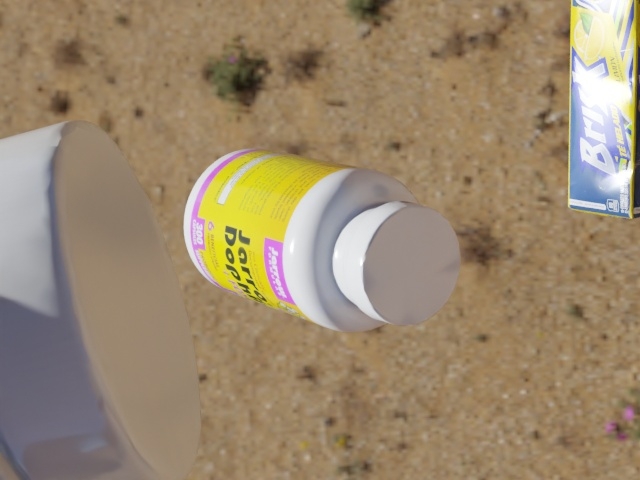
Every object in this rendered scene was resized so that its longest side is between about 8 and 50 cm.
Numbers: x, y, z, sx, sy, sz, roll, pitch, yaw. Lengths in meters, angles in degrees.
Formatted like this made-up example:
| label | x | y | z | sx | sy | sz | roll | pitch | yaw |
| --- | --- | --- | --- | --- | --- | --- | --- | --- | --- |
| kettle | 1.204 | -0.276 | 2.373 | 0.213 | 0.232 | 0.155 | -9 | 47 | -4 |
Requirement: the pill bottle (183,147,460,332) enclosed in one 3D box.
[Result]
| label | x | y | z | sx | sy | sz | roll | pitch | yaw |
| --- | --- | --- | --- | --- | --- | --- | --- | --- | --- |
| pill bottle | 0.000 | 0.000 | 0.382 | 0.083 | 0.043 | 0.043 | 15 | 100 | 56 |

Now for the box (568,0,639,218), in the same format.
| label | x | y | z | sx | sy | sz | roll | pitch | yaw |
| --- | --- | --- | --- | --- | --- | --- | --- | --- | --- |
| box | 0.190 | -0.101 | 0.862 | 0.054 | 0.059 | 0.168 | 13 | 107 | 52 |

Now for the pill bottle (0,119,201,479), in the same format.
| label | x | y | z | sx | sy | sz | roll | pitch | yaw |
| --- | --- | --- | --- | --- | --- | --- | --- | --- | --- |
| pill bottle | -0.253 | 0.073 | 0.661 | 0.361 | 0.204 | 0.204 | -16 | 73 | 8 |
